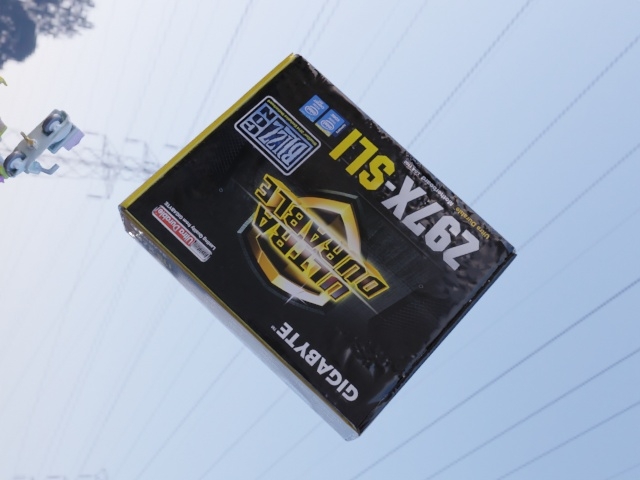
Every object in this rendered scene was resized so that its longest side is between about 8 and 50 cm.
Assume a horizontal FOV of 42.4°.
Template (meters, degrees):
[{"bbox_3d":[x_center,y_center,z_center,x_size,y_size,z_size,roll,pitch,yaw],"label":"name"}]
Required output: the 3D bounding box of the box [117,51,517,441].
[{"bbox_3d":[0.000,0.000,0.850,0.322,0.257,0.079,43,-21,6],"label":"box"}]

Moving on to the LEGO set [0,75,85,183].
[{"bbox_3d":[-0.362,-0.158,0.830,0.287,0.132,0.107,50,-14,15],"label":"LEGO set"}]
